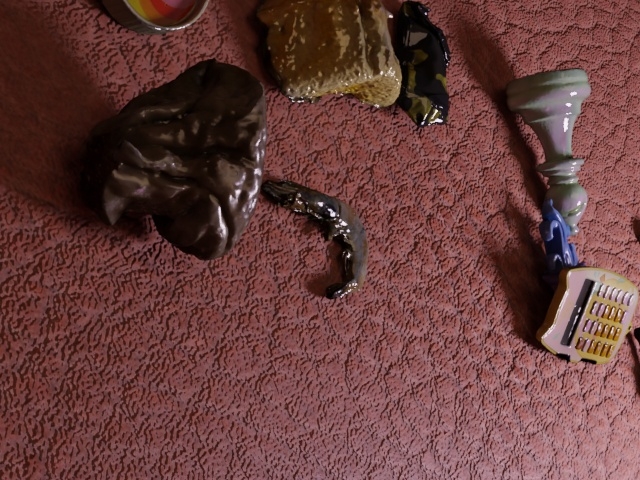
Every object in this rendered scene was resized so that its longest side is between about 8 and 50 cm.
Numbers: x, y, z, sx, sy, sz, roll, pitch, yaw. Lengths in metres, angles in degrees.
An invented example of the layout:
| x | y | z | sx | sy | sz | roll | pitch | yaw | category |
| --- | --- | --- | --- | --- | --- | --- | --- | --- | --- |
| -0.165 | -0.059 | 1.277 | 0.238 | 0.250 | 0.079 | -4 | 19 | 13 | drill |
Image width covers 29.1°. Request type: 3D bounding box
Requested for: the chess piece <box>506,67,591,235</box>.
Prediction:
| x | y | z | sx | sy | sz | roll | pitch | yaw | category |
| --- | --- | --- | --- | --- | --- | --- | --- | --- | --- |
| 0.395 | -0.142 | 2.039 | 0.139 | 0.139 | 0.271 | -9 | 88 | -49 | chess piece |

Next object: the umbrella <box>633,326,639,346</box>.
| x | y | z | sx | sy | sz | roll | pitch | yaw | category |
| --- | --- | --- | --- | --- | --- | --- | --- | --- | --- |
| 0.588 | 0.263 | 2.080 | 0.071 | 0.071 | 0.248 | 2 | 71 | -47 | umbrella |

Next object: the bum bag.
| x | y | z | sx | sy | sz | roll | pitch | yaw | category |
| --- | --- | --- | --- | --- | --- | --- | --- | --- | --- |
| 0.156 | -0.260 | 1.868 | 0.107 | 0.060 | 0.232 | 28 | 50 | -29 | bum bag |

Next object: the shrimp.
| x | y | z | sx | sy | sz | roll | pitch | yaw | category |
| --- | --- | --- | --- | --- | --- | --- | --- | --- | --- |
| -0.003 | 0.001 | 1.593 | 0.195 | 0.035 | 0.147 | 24 | 57 | -40 | shrimp |

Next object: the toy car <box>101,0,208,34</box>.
| x | y | z | sx | sy | sz | roll | pitch | yaw | category |
| --- | --- | --- | --- | --- | --- | --- | --- | --- | --- |
| -0.205 | -0.360 | 1.484 | 0.235 | 0.145 | 0.235 | 3 | 86 | -43 | toy car |

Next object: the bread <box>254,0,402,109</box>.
| x | y | z | sx | sy | sz | roll | pitch | yaw | category |
| --- | --- | --- | --- | --- | --- | --- | --- | --- | --- |
| 0.039 | -0.276 | 1.693 | 0.252 | 0.133 | 0.174 | 2 | 72 | -48 | bread |

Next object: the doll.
| x | y | z | sx | sy | sz | roll | pitch | yaw | category |
| --- | --- | --- | --- | --- | --- | --- | --- | --- | --- |
| 0.387 | 0.033 | 1.971 | 0.110 | 0.067 | 0.205 | -25 | 100 | -54 | doll |

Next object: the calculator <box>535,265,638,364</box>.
| x | y | z | sx | sy | sz | roll | pitch | yaw | category |
| --- | --- | --- | --- | --- | --- | --- | --- | --- | --- |
| 0.425 | 0.119 | 1.946 | 0.237 | 0.033 | 0.157 | 18 | 95 | -43 | calculator |

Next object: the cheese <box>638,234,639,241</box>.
| x | y | z | sx | sy | sz | roll | pitch | yaw | category |
| --- | --- | --- | --- | --- | --- | --- | --- | --- | --- |
| 0.626 | -0.001 | 2.270 | 0.084 | 0.041 | 0.060 | -29 | 91 | -49 | cheese |

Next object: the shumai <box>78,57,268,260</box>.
| x | y | z | sx | sy | sz | roll | pitch | yaw | category |
| --- | --- | --- | --- | --- | --- | --- | --- | --- | --- |
| -0.155 | -0.102 | 1.342 | 0.185 | 0.184 | 0.218 | 20 | 95 | -58 | shumai |
